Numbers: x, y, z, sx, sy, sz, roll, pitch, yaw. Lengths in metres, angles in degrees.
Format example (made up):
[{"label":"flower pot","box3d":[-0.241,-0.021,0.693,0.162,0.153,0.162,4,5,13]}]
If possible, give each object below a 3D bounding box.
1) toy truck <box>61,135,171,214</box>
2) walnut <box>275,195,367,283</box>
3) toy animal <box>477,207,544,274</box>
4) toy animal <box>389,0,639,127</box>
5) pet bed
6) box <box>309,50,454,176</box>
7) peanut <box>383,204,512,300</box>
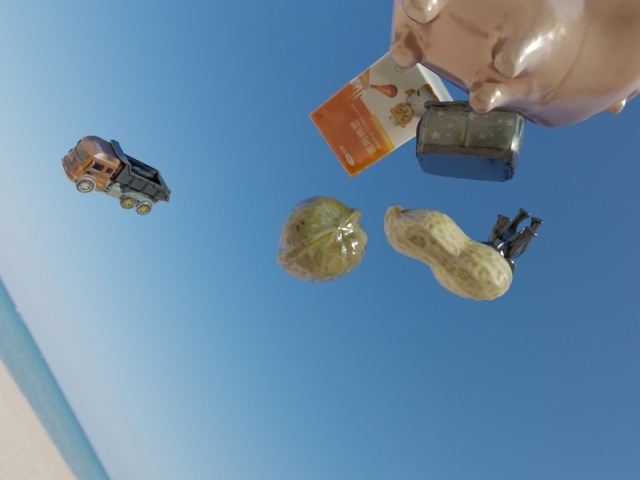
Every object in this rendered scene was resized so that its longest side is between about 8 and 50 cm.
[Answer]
[{"label":"toy truck","box3d":[-0.384,-0.125,0.828,0.092,0.192,0.083,-46,-124,11]},{"label":"walnut","box3d":[0.000,0.000,1.150,0.227,0.283,0.283,58,-35,0]},{"label":"toy animal","box3d":[0.461,0.013,1.053,0.115,0.245,0.146,51,-48,34]},{"label":"toy animal","box3d":[0.251,-0.268,0.536,0.326,0.269,0.237,38,-19,3]},{"label":"pet bed","box3d":[0.318,-0.229,0.908,0.210,0.183,0.159,10,-95,24]},{"label":"box","box3d":[0.168,-0.366,1.208,0.341,0.143,0.225,-30,-79,33]},{"label":"peanut","box3d":[0.160,0.013,0.566,0.187,0.082,0.082,38,-41,19]}]
